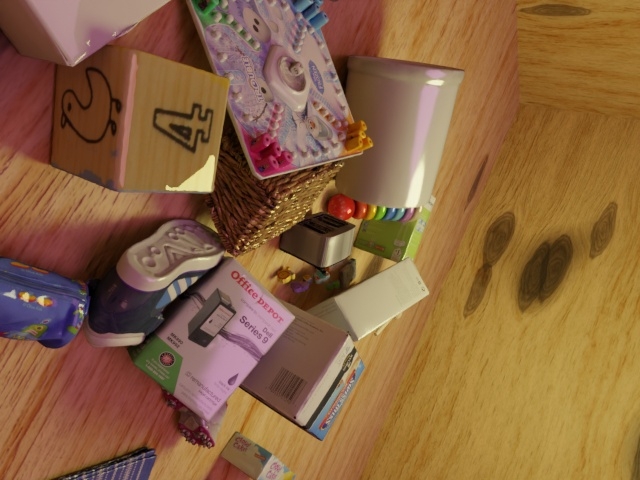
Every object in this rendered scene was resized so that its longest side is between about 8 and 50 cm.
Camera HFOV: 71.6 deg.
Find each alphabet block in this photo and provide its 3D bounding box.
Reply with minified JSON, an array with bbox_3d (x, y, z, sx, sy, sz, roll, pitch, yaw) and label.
[{"bbox_3d":[-0.288,-0.192,0.717,0.194,0.193,0.196,-10,115,-58],"label":"alphabet block"}]

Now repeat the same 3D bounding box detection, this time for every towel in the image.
[{"bbox_3d":[-0.528,0.595,0.955,0.336,0.040,0.243,13,98,-57],"label":"towel"}]

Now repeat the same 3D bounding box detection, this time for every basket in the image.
[{"bbox_3d":[-0.135,-0.138,1.017,0.223,0.213,0.299,-50,172,38],"label":"basket"}]

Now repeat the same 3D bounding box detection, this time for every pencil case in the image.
[{"bbox_3d":[-0.477,0.070,0.627,0.306,0.133,0.119,45,36,-58],"label":"pencil case"}]

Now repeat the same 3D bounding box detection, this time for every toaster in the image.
[{"bbox_3d":[0.000,0.000,1.293,0.168,0.186,0.110,-23,131,-50],"label":"toaster"}]

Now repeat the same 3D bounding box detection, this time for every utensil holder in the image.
[{"bbox_3d":[0.213,-0.326,1.313,0.328,0.328,0.384,-25,131,-50],"label":"utensil holder"}]

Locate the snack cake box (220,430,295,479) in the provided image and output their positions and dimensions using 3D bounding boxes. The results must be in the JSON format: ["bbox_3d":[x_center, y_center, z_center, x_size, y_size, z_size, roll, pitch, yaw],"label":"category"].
[{"bbox_3d":[-0.196,0.732,1.440,0.089,0.152,0.264,-53,146,-27],"label":"snack cake box"}]

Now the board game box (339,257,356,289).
[{"bbox_3d":[0.106,0.127,1.695,0.090,0.020,0.090,-41,139,-40],"label":"board game box"}]

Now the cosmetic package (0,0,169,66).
[{"bbox_3d":[-0.358,-0.419,0.504,0.197,0.155,0.365,-51,145,-28],"label":"cosmetic package"}]

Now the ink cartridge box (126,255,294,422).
[{"bbox_3d":[-0.233,0.202,0.973,0.211,0.122,0.289,47,69,-19],"label":"ink cartridge box"}]

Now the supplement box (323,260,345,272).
[{"bbox_3d":[0.033,0.069,1.503,0.098,0.062,0.036,-26,129,-49],"label":"supplement box"}]

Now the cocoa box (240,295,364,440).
[{"bbox_3d":[-0.100,0.307,1.150,0.231,0.348,0.227,-54,147,-23],"label":"cocoa box"}]

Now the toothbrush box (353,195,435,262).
[{"bbox_3d":[0.280,-0.068,1.676,0.122,0.206,0.282,17,92,-60],"label":"toothbrush box"}]

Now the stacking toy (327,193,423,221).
[{"bbox_3d":[0.178,-0.116,1.479,0.331,0.141,0.141,-8,117,-27],"label":"stacking toy"}]

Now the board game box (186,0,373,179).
[{"bbox_3d":[-0.059,-0.349,0.935,0.390,0.050,0.389,-26,97,-50],"label":"board game box"}]

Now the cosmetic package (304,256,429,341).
[{"bbox_3d":[0.153,0.211,1.480,0.385,0.217,0.156,-20,80,-41],"label":"cosmetic package"}]

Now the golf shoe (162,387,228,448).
[{"bbox_3d":[-0.309,0.389,1.126,0.140,0.116,0.305,-58,153,-50],"label":"golf shoe"}]

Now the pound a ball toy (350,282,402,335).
[{"bbox_3d":[0.157,0.263,1.673,0.319,0.208,0.135,-27,129,-48],"label":"pound a ball toy"}]

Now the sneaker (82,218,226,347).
[{"bbox_3d":[-0.340,0.094,0.903,0.236,0.130,0.323,-51,178,20],"label":"sneaker"}]

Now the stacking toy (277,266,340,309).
[{"bbox_3d":[-0.028,0.128,1.390,0.221,0.052,0.166,-26,132,-24],"label":"stacking toy"}]
